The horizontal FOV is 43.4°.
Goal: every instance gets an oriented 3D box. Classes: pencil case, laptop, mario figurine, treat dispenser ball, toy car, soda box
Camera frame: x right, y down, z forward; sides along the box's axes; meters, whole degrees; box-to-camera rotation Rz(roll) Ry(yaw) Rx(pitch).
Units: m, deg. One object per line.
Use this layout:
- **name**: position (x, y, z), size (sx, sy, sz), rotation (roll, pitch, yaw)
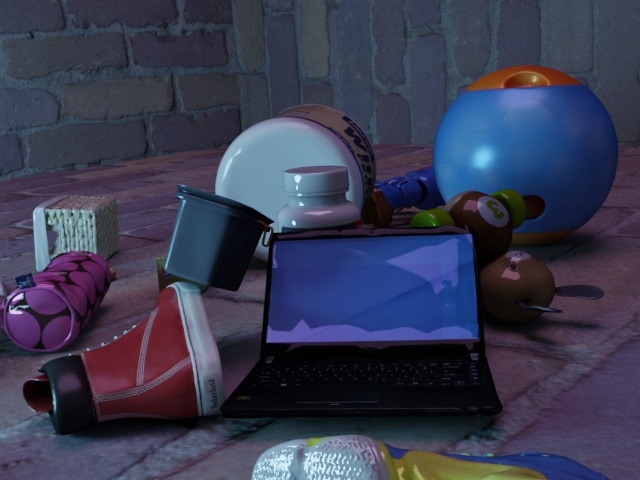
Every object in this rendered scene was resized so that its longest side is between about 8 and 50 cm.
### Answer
- **pencil case**: position (-0.331, 0.068, 1.012), size (0.098, 0.095, 0.209), rotation (-4, 9, -2)
- **laptop**: position (0.043, 0.067, 0.775), size (0.234, 0.137, 0.264), rotation (-3, 5, 8)
- **mario figurine**: position (0.238, -0.084, 1.598), size (0.320, 0.170, 0.198), rotation (-17, 51, -13)
- **treat dispenser ball**: position (0.325, -0.134, 1.291), size (0.288, 0.288, 0.288), rotation (-4, 12, 1)
- **toy car**: position (0.218, 0.034, 0.922), size (0.155, 0.149, 0.188), rotation (-15, 28, -35)
- **soda box**: position (-0.186, 0.032, 1.217), size (0.061, 0.058, 0.181), rotation (-2, 12, 10)

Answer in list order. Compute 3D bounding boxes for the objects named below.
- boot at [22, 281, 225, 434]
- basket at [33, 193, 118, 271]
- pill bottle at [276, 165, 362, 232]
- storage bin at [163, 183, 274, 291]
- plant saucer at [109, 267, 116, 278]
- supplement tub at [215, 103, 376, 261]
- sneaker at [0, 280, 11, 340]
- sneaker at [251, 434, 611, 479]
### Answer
- **boot**: position (-0.196, 0.109, 0.792), size (0.176, 0.088, 0.244), rotation (-8, 16, -12)
- **basket**: position (-0.418, -0.015, 1.395), size (0.103, 0.113, 0.167), rotation (0, 11, 0)
- **pill bottle**: position (0.000, 0.000, 1.011), size (0.108, 0.180, 0.108), rotation (-4, 12, 1)
- **storage bin**: position (-0.107, 0.004, 0.861), size (0.098, 0.091, 0.135), rotation (17, -3, 12)
- **plant saucer**: position (-0.362, 0.057, 1.261), size (0.083, 0.013, 0.083), rotation (-3, 12, 1)
- **supplement tub**: position (-0.028, -0.108, 1.375), size (0.235, 0.235, 0.325), rotation (-2, 15, 10)
- **sneaker**: position (-0.412, 0.102, 1.005), size (0.065, 0.061, 0.158), rotation (-34, 18, -10)
- **sneaker**: position (0.079, 0.166, 0.478), size (0.240, 0.091, 0.126), rotation (4, -5, 33)
